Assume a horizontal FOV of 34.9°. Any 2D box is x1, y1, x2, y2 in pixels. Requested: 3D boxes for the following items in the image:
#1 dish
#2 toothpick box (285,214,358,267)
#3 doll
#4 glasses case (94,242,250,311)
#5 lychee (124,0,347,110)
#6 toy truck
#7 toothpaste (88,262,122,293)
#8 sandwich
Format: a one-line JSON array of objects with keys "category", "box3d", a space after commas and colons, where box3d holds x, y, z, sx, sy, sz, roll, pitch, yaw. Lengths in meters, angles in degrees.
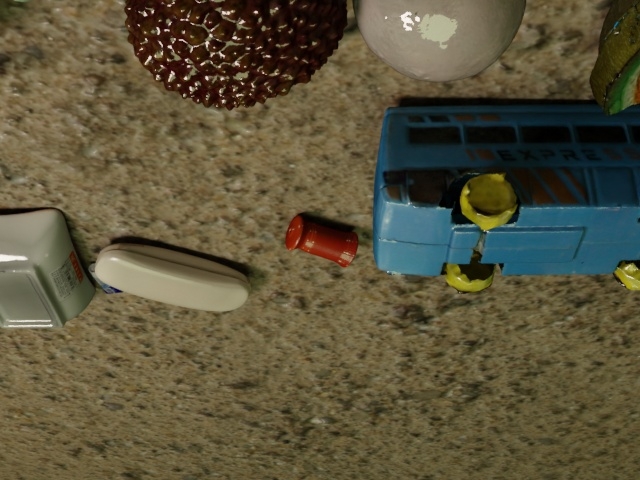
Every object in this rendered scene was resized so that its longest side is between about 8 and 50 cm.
[{"category": "dish", "box3d": [-0.385, 0.048, 1.306, 0.151, 0.077, 0.212, 0, 147, 2]}, {"category": "toothpick box", "box3d": [0.000, 0.000, 1.245, 0.083, 0.047, 0.047, 18, 144, -22]}, {"category": "doll", "box3d": [0.069, -0.251, 0.775, 0.151, 0.151, 0.287, -10, 141, 17]}, {"category": "glasses case", "box3d": [-0.190, 0.049, 1.322, 0.204, 0.051, 0.081, 16, 143, -21]}, {"category": "lychee", "box3d": [-0.071, -0.192, 0.821, 0.188, 0.188, 0.188, 1, 147, 1]}, {"category": "toy truck", "box3d": [0.246, -0.049, 1.054, 0.384, 0.162, 0.161, 0, 147, 0]}, {"category": "toothpaste", "box3d": [-0.292, 0.055, 1.373, 0.024, 0.015, 0.083, -6, 152, 9]}, {"category": "sandwich", "box3d": [0.340, -0.208, 0.891, 0.159, 0.079, 0.235, -3, 152, -11]}]
